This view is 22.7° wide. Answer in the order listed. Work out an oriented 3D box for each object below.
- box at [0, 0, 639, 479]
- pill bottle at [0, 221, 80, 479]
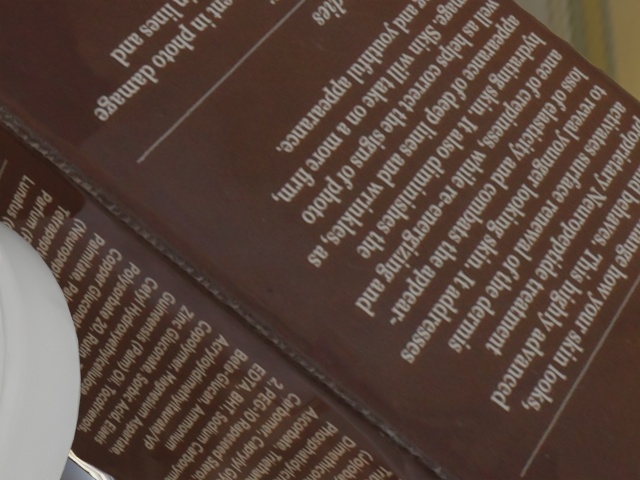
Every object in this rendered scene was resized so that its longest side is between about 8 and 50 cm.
[{"bbox_3d":[0.000,0.000,0.552,0.381,0.191,0.143,39,-41,3],"label":"box"},{"bbox_3d":[-0.132,0.006,0.243,0.124,0.221,0.124,-8,-110,22],"label":"pill bottle"}]
